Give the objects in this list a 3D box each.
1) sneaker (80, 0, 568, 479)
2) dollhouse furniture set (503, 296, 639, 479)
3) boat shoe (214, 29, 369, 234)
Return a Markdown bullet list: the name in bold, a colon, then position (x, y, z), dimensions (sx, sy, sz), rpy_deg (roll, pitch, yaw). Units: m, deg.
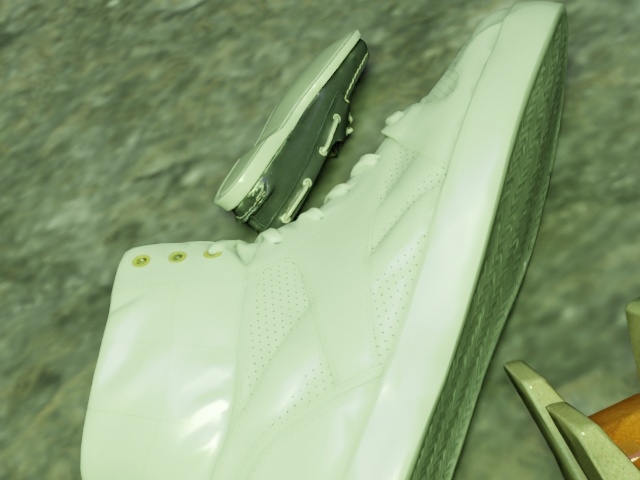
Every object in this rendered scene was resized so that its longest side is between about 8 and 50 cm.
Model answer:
- **sneaker**: position (0.000, 0.000, 0.617), dimensions (0.169, 0.108, 0.292), rpy_deg (13, 60, 22)
- **dollhouse furniture set**: position (0.224, 0.061, 0.450), dimensions (0.262, 0.135, 0.259), rpy_deg (-26, 7, -2)
- **boat shoe**: position (-0.006, -0.054, 0.704), dimensions (0.046, 0.038, 0.125), rpy_deg (-28, 25, 54)
